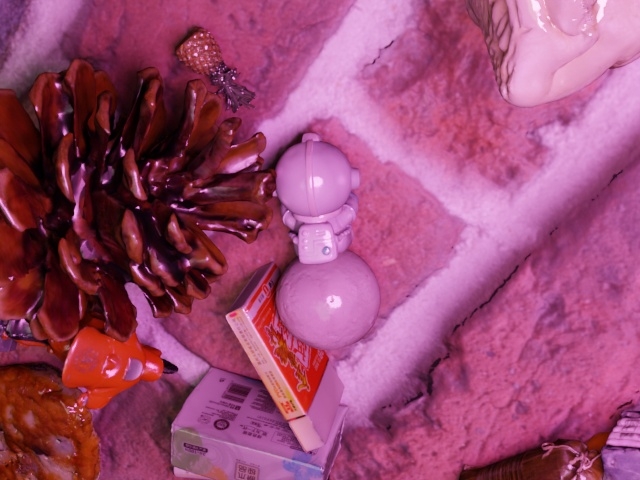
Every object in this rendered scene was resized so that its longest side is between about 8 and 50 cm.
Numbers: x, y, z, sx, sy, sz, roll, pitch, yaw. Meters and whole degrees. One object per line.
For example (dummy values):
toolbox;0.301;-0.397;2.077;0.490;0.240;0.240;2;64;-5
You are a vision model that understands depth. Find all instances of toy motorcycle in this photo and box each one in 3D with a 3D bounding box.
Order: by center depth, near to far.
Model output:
toy motorcycle;-0.379;0.144;1.223;0.326;0.221;0.147;19;89;8

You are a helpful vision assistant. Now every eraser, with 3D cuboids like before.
eraser;-0.044;0.161;1.167;0.038;0.157;0.230;-23;105;20

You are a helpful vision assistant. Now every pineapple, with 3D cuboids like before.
pineapple;-0.133;-0.222;1.093;0.058;0.058;0.124;-34;114;25

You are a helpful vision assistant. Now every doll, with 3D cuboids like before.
doll;0.000;0.000;1.094;0.151;0.151;0.287;-1;111;16

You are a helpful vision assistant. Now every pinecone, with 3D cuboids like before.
pinecone;-0.233;-0.061;1.021;0.384;0.384;0.384;6;114;13

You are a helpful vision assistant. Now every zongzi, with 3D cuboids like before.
zongzi;0.346;0.395;1.169;0.241;0.111;0.248;46;132;-8

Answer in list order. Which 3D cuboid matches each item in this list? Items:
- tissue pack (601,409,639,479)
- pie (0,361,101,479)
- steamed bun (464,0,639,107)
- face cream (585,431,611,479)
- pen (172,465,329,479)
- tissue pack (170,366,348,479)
tissue pack;0.548;0.342;0.999;0.361;0.122;0.259;-5;110;41
pie;-0.484;0.336;1.405;0.308;0.085;0.308;8;116;17
steamed bun;0.252;-0.336;0.786;0.237;0.346;0.394;-10;86;5
face cream;0.436;0.356;1.180;0.072;0.051;0.182;-26;105;26
pen;-0.116;0.383;1.354;0.269;0.033;0.033;0;113;15
tissue pack;-0.093;0.312;1.246;0.229;0.159;0.145;13;116;9
